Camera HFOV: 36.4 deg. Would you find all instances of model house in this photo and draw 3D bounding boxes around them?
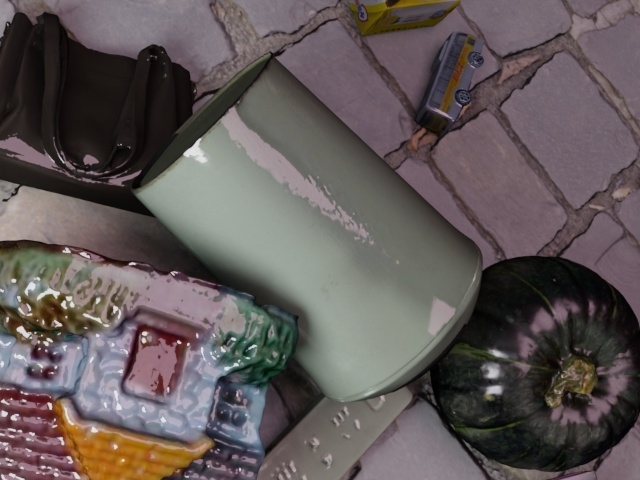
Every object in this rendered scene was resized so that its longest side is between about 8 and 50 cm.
[{"bbox_3d":[-0.246,0.223,1.094,0.360,0.297,0.339,18,67,-18],"label":"model house"}]

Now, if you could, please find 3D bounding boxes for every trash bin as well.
[{"bbox_3d":[0.000,0.000,1.234,0.432,0.280,0.280,45,58,-16],"label":"trash bin"}]

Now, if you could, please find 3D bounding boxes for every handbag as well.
[{"bbox_3d":[-0.306,-0.174,1.321,0.285,0.113,0.257,13,60,-22],"label":"handbag"}]

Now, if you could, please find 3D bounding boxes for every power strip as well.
[{"bbox_3d":[0.012,0.269,1.346,0.098,0.058,0.338,50,58,-2],"label":"power strip"}]

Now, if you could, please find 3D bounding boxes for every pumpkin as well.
[{"bbox_3d":[0.319,0.179,1.427,0.323,0.241,0.323,1,87,-22],"label":"pumpkin"}]

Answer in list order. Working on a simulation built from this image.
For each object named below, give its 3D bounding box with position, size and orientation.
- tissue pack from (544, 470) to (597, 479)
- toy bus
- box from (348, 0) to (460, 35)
[{"bbox_3d":[0.353,0.475,1.423,0.149,0.092,0.246,-4,74,-29],"label":"tissue pack"},{"bbox_3d":[0.221,-0.267,1.649,0.075,0.064,0.190,23,62,-5],"label":"toy bus"},{"bbox_3d":[0.109,-0.489,1.649,0.168,0.097,0.265,-13,78,-30],"label":"box"}]
